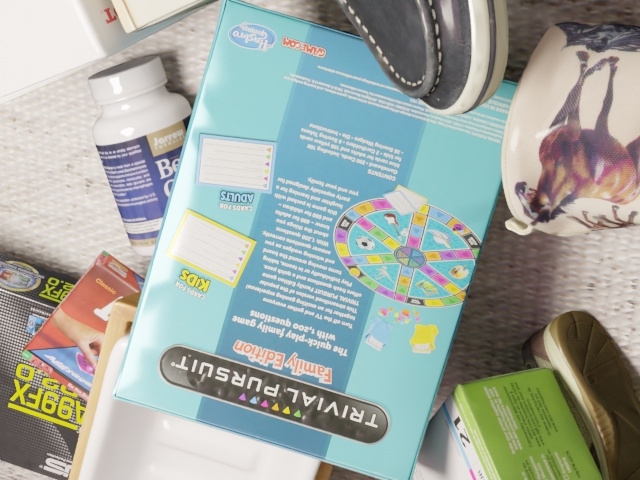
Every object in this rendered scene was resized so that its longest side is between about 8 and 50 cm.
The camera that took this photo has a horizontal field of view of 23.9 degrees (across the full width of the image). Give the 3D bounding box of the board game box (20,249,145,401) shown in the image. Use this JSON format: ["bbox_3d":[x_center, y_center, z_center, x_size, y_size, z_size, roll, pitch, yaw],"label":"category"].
[{"bbox_3d":[-0.136,0.141,1.462,0.281,0.027,0.145,36,118,-11],"label":"board game box"}]

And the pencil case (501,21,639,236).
[{"bbox_3d":[0.334,-0.056,1.079,0.410,0.160,0.184,9,102,26],"label":"pencil case"}]

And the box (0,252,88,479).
[{"bbox_3d":[-0.289,0.133,1.538,0.270,0.060,0.216,20,122,-1],"label":"box"}]

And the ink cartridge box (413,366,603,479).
[{"bbox_3d":[0.142,0.255,1.290,0.189,0.097,0.255,68,149,27],"label":"ink cartridge box"}]

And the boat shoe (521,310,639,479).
[{"bbox_3d":[0.239,0.171,1.284,0.073,0.080,0.224,-35,76,53],"label":"boat shoe"}]

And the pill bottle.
[{"bbox_3d":[-0.154,-0.079,1.388,0.094,0.094,0.169,-8,109,32],"label":"pill bottle"}]

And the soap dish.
[{"bbox_3d":[-0.105,0.192,1.400,0.229,0.118,0.291,17,120,-1],"label":"soap dish"}]

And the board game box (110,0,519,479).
[{"bbox_3d":[0.000,0.000,1.227,0.253,0.079,0.336,17,98,1],"label":"board game box"}]

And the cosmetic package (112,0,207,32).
[{"bbox_3d":[-0.134,-0.340,1.205,0.113,0.160,0.309,-18,98,37],"label":"cosmetic package"}]

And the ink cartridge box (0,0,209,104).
[{"bbox_3d":[-0.254,-0.275,1.289,0.197,0.198,0.270,-16,105,33],"label":"ink cartridge box"}]

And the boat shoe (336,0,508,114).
[{"bbox_3d":[-0.031,-0.301,1.079,0.500,0.156,0.187,61,159,-5],"label":"boat shoe"}]
